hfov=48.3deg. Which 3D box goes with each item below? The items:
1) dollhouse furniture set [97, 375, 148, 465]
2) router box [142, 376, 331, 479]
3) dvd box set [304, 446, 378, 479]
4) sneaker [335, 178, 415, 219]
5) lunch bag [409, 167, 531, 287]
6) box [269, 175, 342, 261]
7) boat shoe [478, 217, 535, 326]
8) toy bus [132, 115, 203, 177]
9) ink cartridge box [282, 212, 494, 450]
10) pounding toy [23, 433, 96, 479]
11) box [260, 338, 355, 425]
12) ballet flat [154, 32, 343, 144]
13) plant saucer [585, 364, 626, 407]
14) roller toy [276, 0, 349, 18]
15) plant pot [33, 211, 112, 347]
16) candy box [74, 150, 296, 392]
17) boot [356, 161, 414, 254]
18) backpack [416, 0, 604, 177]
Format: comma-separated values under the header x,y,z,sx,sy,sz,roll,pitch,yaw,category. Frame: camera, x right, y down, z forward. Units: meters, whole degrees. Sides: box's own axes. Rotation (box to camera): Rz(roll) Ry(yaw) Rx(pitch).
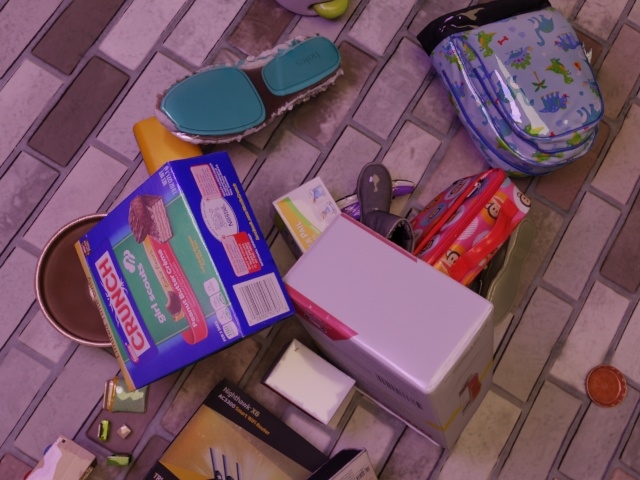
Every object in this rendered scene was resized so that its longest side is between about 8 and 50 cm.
x,y,z,sx,sy,sz,roll,pitch,yaw,category
-0.353,0.318,1.267,0.076,0.058,0.152,5,79,-7,dollhouse furniture set
-0.123,0.425,1.220,0.309,0.081,0.243,37,53,1,router box
0.038,0.597,1.146,0.307,0.062,0.420,-28,98,-43,dvd box set
0.109,-0.073,1.410,0.170,0.068,0.071,-22,97,-2,sneaker
0.242,0.004,1.300,0.120,0.258,0.293,45,75,-11,lunch bag
0.000,0.000,1.346,0.103,0.114,0.203,-30,86,-11,box
0.353,0.060,1.407,0.081,0.068,0.228,32,76,-36,boat shoe
-0.237,-0.062,1.318,0.108,0.130,0.333,-20,82,-11,toy bus
0.124,0.162,1.159,0.279,0.385,0.160,32,74,26,ink cartridge box
-0.460,0.404,1.210,0.100,0.141,0.130,34,62,0,pounding toy
-0.027,0.250,1.265,0.130,0.170,0.091,35,77,1,box
-0.130,-0.266,1.335,0.409,0.147,0.147,-28,83,-31,ballet flat
0.565,0.288,1.415,0.083,0.013,0.083,1,79,-7,plant saucer
-0.019,-0.570,1.437,0.209,0.146,0.191,21,77,-2,roller toy
-0.379,0.076,1.284,0.237,0.110,0.237,1,78,-7,plant pot
-0.221,0.055,1.093,0.122,0.317,0.268,-17,80,-47,candy box
0.113,-0.044,1.275,0.076,0.208,0.190,-2,98,-3,boot
0.395,-0.298,1.406,0.290,0.273,0.355,-16,94,-17,backpack
